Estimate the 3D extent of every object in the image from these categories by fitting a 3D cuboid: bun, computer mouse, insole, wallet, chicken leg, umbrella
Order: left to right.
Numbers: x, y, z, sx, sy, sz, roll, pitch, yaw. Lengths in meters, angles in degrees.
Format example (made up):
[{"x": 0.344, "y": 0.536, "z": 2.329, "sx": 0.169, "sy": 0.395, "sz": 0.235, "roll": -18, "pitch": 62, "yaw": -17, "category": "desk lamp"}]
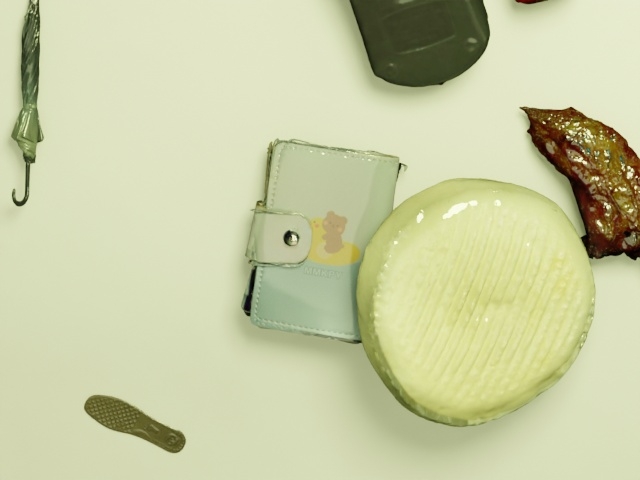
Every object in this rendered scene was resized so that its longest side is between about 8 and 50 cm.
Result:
[{"x": -0.331, "y": -0.172, "z": 1.457, "sx": 0.044, "sy": 0.044, "sz": 0.269, "roll": 12, "pitch": 100, "yaw": 27, "category": "umbrella"}, {"x": -0.230, "y": 0.228, "z": 1.582, "sx": 0.135, "sy": 0.002, "sz": 0.045, "roll": 27, "pitch": 107, "yaw": -4, "category": "insole"}, {"x": 0.000, "y": 0.000, "z": 1.464, "sx": 0.170, "sy": 0.069, "sz": 0.231, "roll": 8, "pitch": 102, "yaw": -3, "category": "wallet"}, {"x": 0.088, "y": -0.296, "z": 1.355, "sx": 0.137, "sy": 0.086, "sz": 0.270, "roll": -15, "pitch": 114, "yaw": 17, "category": "computer mouse"}, {"x": 0.166, "y": 0.059, "z": 1.430, "sx": 0.287, "sy": 0.146, "sz": 0.287, "roll": -4, "pitch": 110, "yaw": -10, "category": "bun"}, {"x": 0.313, "y": -0.063, "z": 1.425, "sx": 0.105, "sy": 0.063, "sz": 0.234, "roll": -25, "pitch": 102, "yaw": 6, "category": "chicken leg"}]

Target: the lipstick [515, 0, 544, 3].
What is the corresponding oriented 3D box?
[{"x": 0.205, "y": -0.369, "z": 1.329, "sx": 0.080, "sy": 0.080, "sz": 0.241, "roll": -18, "pitch": 105, "yaw": 9, "category": "lipstick"}]
